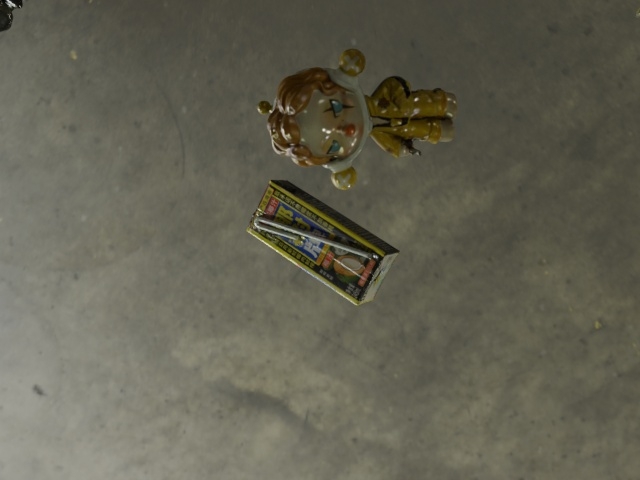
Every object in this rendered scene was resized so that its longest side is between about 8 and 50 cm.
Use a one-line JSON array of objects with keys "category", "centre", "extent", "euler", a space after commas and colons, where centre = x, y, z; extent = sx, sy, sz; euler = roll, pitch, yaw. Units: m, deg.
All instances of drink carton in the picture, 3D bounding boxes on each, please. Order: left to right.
[{"category": "drink carton", "centre": [0.000, 0.000, 1.032], "extent": [0.166, 0.056, 0.071], "euler": [32, 105, 19]}]

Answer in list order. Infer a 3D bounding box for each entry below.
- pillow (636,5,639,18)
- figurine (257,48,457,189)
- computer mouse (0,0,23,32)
[{"category": "pillow", "centre": [0.377, -0.246, 0.792], "extent": [0.203, 0.113, 0.038], "euler": [-26, 95, 22]}, {"category": "figurine", "centre": [0.030, -0.098, 0.682], "extent": [0.143, 0.068, 0.101], "euler": [-23, 118, 1]}, {"category": "computer mouse", "centre": [-0.224, -0.184, 0.528], "extent": [0.172, 0.057, 0.099], "euler": [43, 98, 10]}]
